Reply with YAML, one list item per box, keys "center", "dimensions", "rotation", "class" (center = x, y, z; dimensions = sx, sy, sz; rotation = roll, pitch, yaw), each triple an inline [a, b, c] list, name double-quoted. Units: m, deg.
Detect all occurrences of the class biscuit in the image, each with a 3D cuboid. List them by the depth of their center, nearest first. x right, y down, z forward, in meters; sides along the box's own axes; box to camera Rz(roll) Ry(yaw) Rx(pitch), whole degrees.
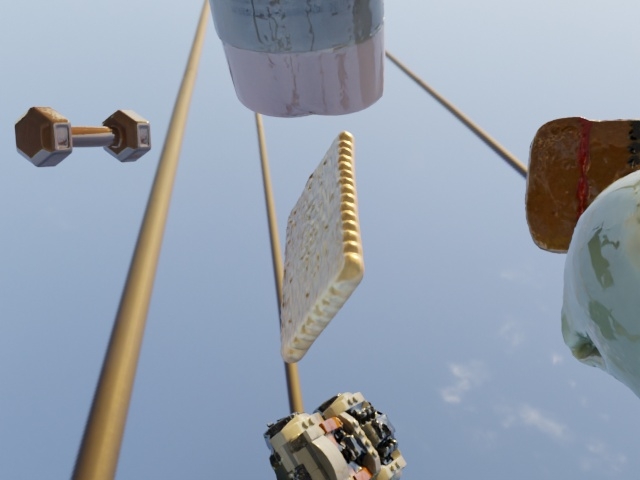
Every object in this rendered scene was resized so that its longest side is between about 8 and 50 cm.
- center: [0.001, 0.000, 0.704]
  dimensions: [0.030, 0.160, 0.250]
  rotation: [21, -144, -17]
  class: "biscuit"
- center: [0.405, -0.031, 0.841]
  dimensions: [0.277, 0.052, 0.262]
  rotation: [11, -86, 22]
  class: "biscuit"

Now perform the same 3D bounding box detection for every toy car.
- center: [0.035, 0.346, 1.044]
  dimensions: [0.118, 0.301, 0.193]
  rotation: [-44, -111, 26]
  class: "toy car"

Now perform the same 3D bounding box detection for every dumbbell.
- center: [-0.375, -0.168, 1.027]
  dimensions: [0.082, 0.092, 0.231]
  rotation: [6, -169, 27]
  class: "dumbbell"

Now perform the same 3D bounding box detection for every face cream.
- center: [-0.022, -0.184, 0.338]
  dimensions: [0.107, 0.269, 0.073]
  rotation: [2, -129, 10]
  class: "face cream"

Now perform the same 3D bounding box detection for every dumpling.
- center: [0.304, 0.053, 0.437]
  dimensions: [0.269, 0.212, 0.321]
  rotation: [15, -165, -23]
  class: "dumpling"
